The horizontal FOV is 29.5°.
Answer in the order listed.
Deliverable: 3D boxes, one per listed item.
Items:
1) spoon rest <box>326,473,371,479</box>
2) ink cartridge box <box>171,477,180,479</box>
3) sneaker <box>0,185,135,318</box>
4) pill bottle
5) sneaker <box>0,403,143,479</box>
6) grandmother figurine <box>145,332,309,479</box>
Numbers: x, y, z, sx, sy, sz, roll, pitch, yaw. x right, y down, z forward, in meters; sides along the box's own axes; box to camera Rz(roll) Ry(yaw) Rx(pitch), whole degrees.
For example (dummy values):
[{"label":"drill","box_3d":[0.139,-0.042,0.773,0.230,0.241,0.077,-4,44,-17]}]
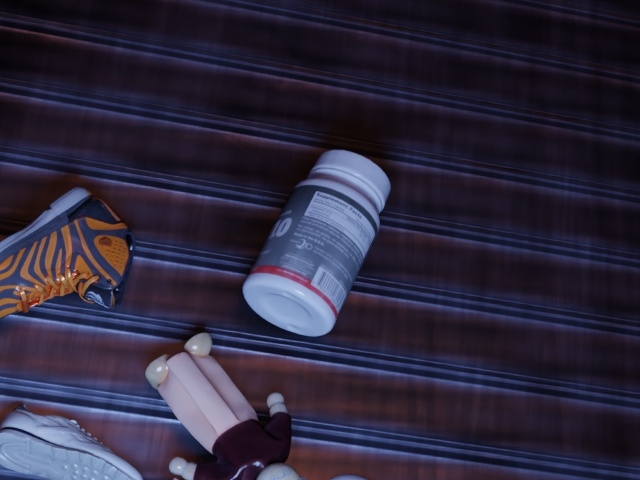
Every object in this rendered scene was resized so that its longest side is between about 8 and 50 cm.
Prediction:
[{"label":"spoon rest","box_3d":[-0.011,0.437,1.847,0.276,0.084,0.137,-7,68,-30]},{"label":"ink cartridge box","box_3d":[-0.210,0.459,1.756,0.115,0.067,0.198,28,106,2]},{"label":"sneaker","box_3d":[-0.415,0.065,1.896,0.180,0.124,0.321,39,64,8]},{"label":"pill bottle","box_3d":[0.000,0.000,1.996,0.161,0.161,0.283,26,62,1]},{"label":"sneaker","box_3d":[-0.366,0.313,1.811,0.235,0.090,0.095,25,29,-2]},{"label":"grandmother figurine","box_3d":[-0.130,0.295,1.814,0.208,0.104,0.342,-36,57,-16]}]
